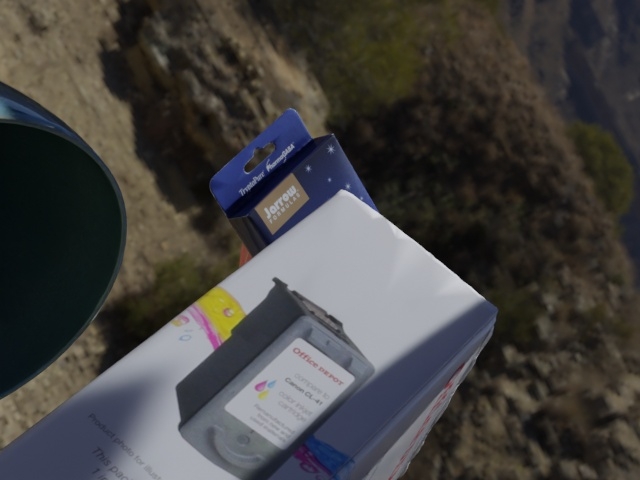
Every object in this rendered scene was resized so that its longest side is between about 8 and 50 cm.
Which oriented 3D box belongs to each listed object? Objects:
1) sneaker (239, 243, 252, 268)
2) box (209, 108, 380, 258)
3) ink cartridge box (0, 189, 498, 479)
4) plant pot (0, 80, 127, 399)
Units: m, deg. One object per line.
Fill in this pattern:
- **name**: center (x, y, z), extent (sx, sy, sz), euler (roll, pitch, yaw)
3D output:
- **sneaker**: center (-0.043, 0.105, 1.643), extent (0.136, 0.116, 0.313), euler (-121, -158, -59)
- **box**: center (0.000, 0.000, 1.173), extent (0.136, 0.036, 0.225), euler (-46, 113, -35)
- **ink cartridge box**: center (-0.063, 0.143, 0.710), extent (0.131, 0.226, 0.306), euler (39, 50, 14)
- **plant pot**: center (-0.317, -0.024, 0.929), extent (0.195, 0.290, 0.290), euler (49, 3, 35)
